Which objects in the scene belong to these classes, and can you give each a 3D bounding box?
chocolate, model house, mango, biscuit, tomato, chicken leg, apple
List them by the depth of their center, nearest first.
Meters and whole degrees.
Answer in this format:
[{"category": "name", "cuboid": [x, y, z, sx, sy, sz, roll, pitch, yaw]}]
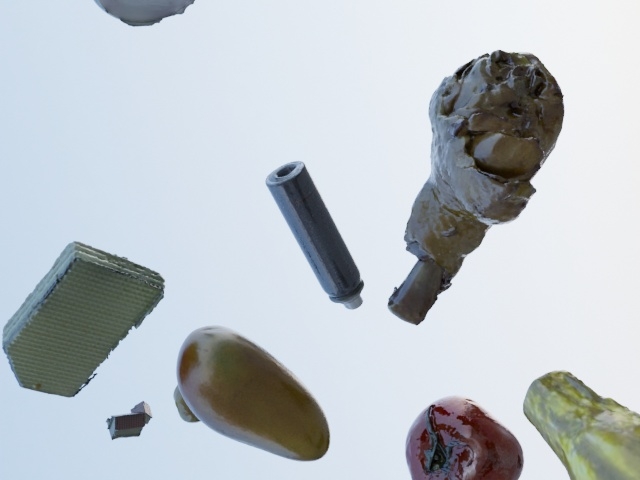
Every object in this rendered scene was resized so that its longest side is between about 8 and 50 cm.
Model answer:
[{"category": "chocolate", "cuboid": [0.390, 0.292, 1.054, 0.162, 0.162, 0.445, 51, 179, -40]}, {"category": "mango", "cuboid": [-0.094, 0.209, 1.248, 0.138, 0.253, 0.113, -25, -35, -53]}, {"category": "chicken leg", "cuboid": [0.197, -0.061, 1.264, 0.182, 0.409, 0.295, 25, -166, -11]}, {"category": "biscuit", "cuboid": [-0.337, 0.113, 1.278, 0.150, 0.252, 0.052, 23, -150, -38]}, {"category": "tomato", "cuboid": [0.210, 0.326, 1.403, 0.151, 0.187, 0.187, 19, -113, -53]}, {"category": "apple", "cuboid": [-0.227, 0.285, 1.681, 0.071, 0.084, 0.084, -28, -67, -12]}, {"category": "model house", "cuboid": [-0.347, 0.328, 1.730, 0.083, 0.058, 0.057, -1, -135, -29]}]

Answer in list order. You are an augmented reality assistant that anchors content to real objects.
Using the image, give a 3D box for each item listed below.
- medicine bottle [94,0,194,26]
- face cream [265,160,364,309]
[{"category": "medicine bottle", "cuboid": [-0.360, -0.590, 1.719, 0.213, 0.213, 0.379, 28, -150, -53]}, {"category": "face cream", "cuboid": [0.000, 0.000, 1.571, 0.284, 0.073, 0.073, 62, -143, -26]}]
